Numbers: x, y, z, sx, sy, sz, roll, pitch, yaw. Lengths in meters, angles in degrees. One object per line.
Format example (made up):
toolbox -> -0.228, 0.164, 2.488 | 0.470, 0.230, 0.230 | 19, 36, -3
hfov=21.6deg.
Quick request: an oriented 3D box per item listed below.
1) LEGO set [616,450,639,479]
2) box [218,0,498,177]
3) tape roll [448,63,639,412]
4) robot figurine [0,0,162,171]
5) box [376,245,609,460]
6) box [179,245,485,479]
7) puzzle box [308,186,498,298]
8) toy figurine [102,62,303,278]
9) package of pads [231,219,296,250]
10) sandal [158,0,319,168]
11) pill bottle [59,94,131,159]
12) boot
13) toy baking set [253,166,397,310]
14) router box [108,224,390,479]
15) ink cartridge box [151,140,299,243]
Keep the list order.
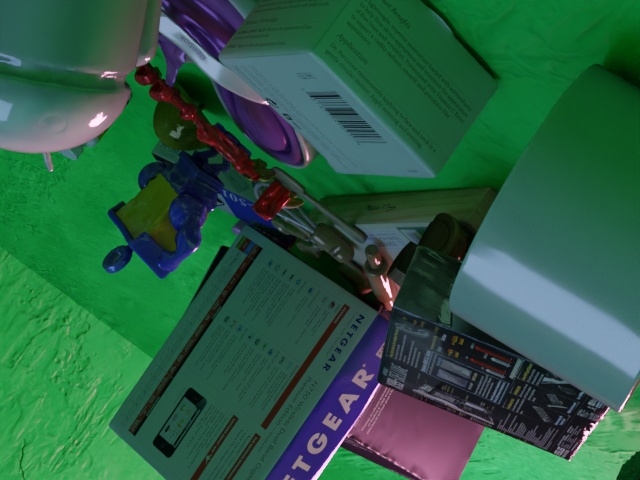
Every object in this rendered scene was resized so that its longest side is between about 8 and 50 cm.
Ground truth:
LEGO set -> 0.462, 0.418, 2.065 | 0.192, 0.331, 0.255 | 38, 143, -16
box -> 0.034, -0.161, 1.575 | 0.181, 0.119, 0.182 | 43, 162, -26
tape roll -> 0.239, -0.002, 1.393 | 0.169, 0.246, 0.246 | 32, 163, 12
robot figurine -> -0.260, -0.234, 1.564 | 0.300, 0.353, 0.200 | 2, -165, -46
box -> 0.190, 0.128, 1.784 | 0.242, 0.076, 0.307 | 22, 162, 7
box -> 0.019, 0.182, 2.367 | 0.343, 0.179, 0.312 | 20, 168, 45
puzzle box -> 0.172, 0.045, 1.998 | 0.272, 0.052, 0.409 | 42, 162, -21
toy figurine -> -0.200, -0.067, 1.950 | 0.191, 0.217, 0.362 | 39, -177, -33
package of pads -> -0.078, -0.010, 2.335 | 0.083, 0.050, 0.032 | 34, 164, 7
sandal -> -0.115, -0.195, 1.801 | 0.169, 0.102, 0.416 | 19, 157, 41
pill bottle -> -0.311, -0.166, 2.242 | 0.065, 0.116, 0.065 | 31, 163, 11
boot -> 0.166, 0.044, 1.812 | 0.152, 0.073, 0.197 | 32, 166, -4
toy baking set -> 0.006, 0.004, 2.060 | 0.196, 0.030, 0.256 | 30, 163, 19
router box -> -0.085, 0.185, 2.168 | 0.082, 0.335, 0.301 | 36, 178, -44
ink cartridge box -> -0.124, -0.074, 2.258 | 0.207, 0.046, 0.097 | 26, 163, 27
